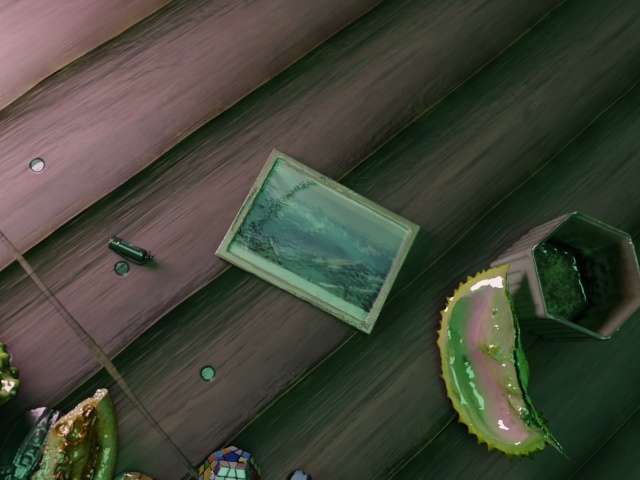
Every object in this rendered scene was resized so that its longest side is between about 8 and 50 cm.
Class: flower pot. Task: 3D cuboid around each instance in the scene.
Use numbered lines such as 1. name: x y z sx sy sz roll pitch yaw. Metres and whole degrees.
1. flower pot: 0.470 0.077 1.152 0.209 0.189 0.239 -8 80 -11

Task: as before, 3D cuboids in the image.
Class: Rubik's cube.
1. Rubik's cube: -0.156 0.410 1.023 0.111 0.093 0.111 2 80 -11

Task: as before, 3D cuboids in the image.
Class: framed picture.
1. framed picture: 0.000 0.000 1.168 0.335 0.022 0.247 29 75 -3

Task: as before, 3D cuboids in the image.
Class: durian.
1. durian: 0.317 0.227 1.104 0.158 0.169 0.351 -9 82 -12

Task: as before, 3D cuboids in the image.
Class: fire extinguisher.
1. fire extinguisher: -0.348 0.022 1.100 0.083 0.025 0.038 23 114 -5

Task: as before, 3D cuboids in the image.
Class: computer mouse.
1. computer mouse: -0.485 0.374 0.988 0.106 0.062 0.192 22 78 -6

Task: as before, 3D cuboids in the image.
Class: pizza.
1. pizza: -0.400 0.378 0.979 0.056 0.134 0.271 5 67 37

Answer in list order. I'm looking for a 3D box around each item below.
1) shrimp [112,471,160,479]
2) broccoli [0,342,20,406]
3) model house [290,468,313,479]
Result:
1. shrimp: -0.286 0.452 1.028 0.161 0.034 0.091 13 89 -1
2. broccoli: -0.620 0.195 0.885 0.293 0.281 0.347 5 79 -9
3. model house: 0.002 0.622 0.915 0.339 0.297 0.360 41 74 -4
